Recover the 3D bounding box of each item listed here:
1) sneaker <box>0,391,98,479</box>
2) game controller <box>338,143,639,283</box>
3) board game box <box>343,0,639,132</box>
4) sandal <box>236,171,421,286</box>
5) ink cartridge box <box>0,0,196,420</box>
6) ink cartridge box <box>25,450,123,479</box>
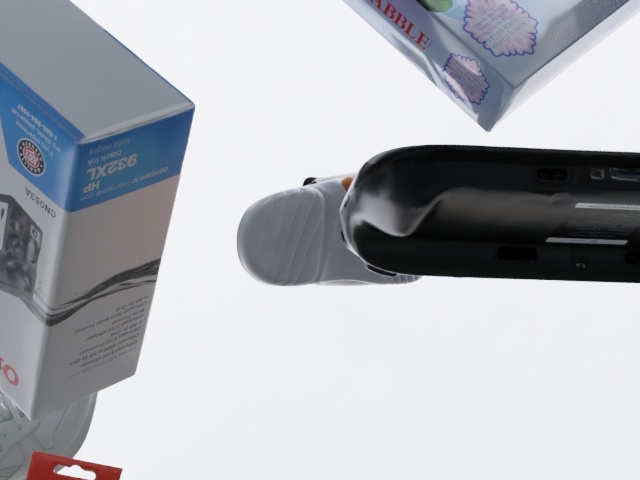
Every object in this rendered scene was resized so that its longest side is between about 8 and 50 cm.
[{"bbox_3d":[-0.370,0.222,1.976,0.305,0.114,0.152,-40,-30,7],"label":"sneaker"},{"bbox_3d":[0.175,-0.019,1.180,0.319,0.067,0.166,2,-26,-8],"label":"game controller"},{"bbox_3d":[0.137,-0.288,1.621,0.319,0.318,0.066,-39,-14,-36],"label":"board game box"},{"bbox_3d":[-0.001,-0.011,1.530,0.265,0.076,0.102,-2,-89,-52],"label":"sandal"},{"bbox_3d":[-0.248,-0.036,1.568,0.129,0.223,0.307,-24,-37,-41],"label":"ink cartridge box"},{"bbox_3d":[-0.162,0.182,1.124,0.063,0.115,0.029,11,-30,-1],"label":"ink cartridge box"}]
